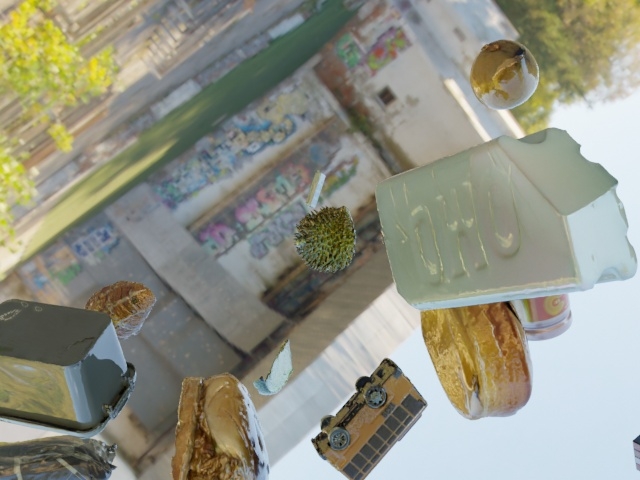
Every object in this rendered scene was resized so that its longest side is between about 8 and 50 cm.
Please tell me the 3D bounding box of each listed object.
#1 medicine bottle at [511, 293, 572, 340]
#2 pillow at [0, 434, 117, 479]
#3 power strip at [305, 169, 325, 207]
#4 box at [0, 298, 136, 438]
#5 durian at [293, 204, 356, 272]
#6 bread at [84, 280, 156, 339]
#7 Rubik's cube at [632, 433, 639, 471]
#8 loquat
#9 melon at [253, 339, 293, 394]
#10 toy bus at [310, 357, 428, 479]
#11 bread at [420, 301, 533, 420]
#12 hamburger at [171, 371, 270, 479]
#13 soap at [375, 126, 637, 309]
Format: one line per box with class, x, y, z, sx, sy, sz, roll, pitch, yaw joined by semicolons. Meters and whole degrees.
medicine bottle;0.416;0.063;1.576;0.133;0.249;0.133;-13;-158;6
pillow;-0.525;0.394;1.384;0.335;0.092;0.161;-3;-177;-15
power strip;-0.012;-0.118;1.859;0.040;0.016;0.090;23;85;-74
box;-0.422;0.189;1.236;0.243;0.135;0.163;8;-145;14
durian;-0.007;0.005;1.691;0.095;0.137;0.221;-10;174;-25
bread;-0.382;0.134;1.465;0.076;0.105;0.233;-16;178;-40
Rubik's cube;0.775;0.480;1.799;0.092;0.092;0.092;-31;-152;-24
loquat;0.392;-0.351;1.698;0.137;0.163;0.163;-12;-161;31
melon;-0.098;0.288;1.761;0.262;0.053;0.114;-26;136;-81
toy bus;0.089;0.310;1.370;0.201;0.114;0.098;-48;-171;-5
bread;0.284;0.189;1.438;0.143;0.269;0.195;-14;160;-18
hamburger;-0.162;0.338;1.303;0.146;0.243;0.286;-11;175;2
soap;0.191;-0.018;0.894;0.095;0.173;0.289;-12;178;-32
